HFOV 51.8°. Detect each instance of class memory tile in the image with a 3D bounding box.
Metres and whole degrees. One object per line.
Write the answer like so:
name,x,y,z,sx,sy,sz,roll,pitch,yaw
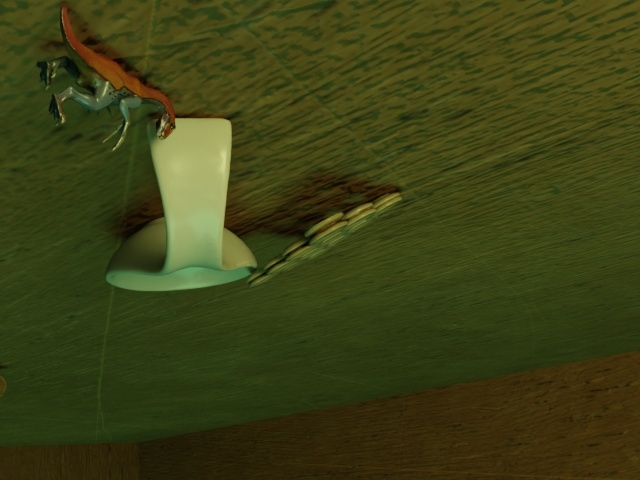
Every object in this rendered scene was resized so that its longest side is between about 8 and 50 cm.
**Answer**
memory tile,0.000,0.000,0.603,0.113,0.012,0.148,-25,174,-40

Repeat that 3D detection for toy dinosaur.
toy dinosaur,-0.113,-0.082,0.374,0.082,0.047,0.090,-13,159,-42

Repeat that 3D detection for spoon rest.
spoon rest,-0.112,0.004,0.544,0.137,0.084,0.276,-3,160,-14

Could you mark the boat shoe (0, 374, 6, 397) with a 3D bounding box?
boat shoe,-0.566,0.221,1.053,0.072,0.068,0.190,-23,157,12
